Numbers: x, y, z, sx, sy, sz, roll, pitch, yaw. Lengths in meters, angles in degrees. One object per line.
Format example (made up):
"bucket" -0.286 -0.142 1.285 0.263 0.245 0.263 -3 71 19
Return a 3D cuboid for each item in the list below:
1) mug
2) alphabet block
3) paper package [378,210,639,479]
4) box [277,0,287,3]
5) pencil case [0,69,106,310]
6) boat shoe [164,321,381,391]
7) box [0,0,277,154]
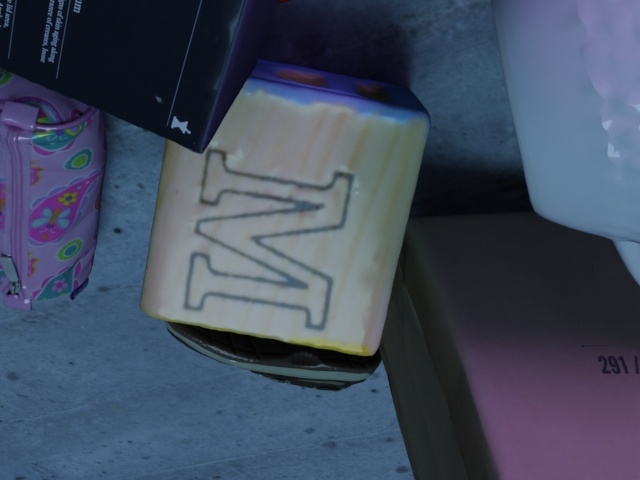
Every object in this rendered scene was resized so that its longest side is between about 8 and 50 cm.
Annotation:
"mug" 0.300 -0.089 0.652 0.328 0.276 0.374 -10 125 14
"alphabet block" -0.029 -0.040 0.808 0.194 0.192 0.197 11 104 -1
"paper package" 0.238 0.129 0.872 0.325 0.309 0.168 -3 144 -16
"box" 0.006 -0.279 0.679 0.293 0.057 0.201 -11 135 21
"pencil case" -0.274 -0.053 0.943 0.124 0.124 0.284 14 138 -7
"boat shoe" -0.062 0.127 1.137 0.258 0.095 0.095 17 145 -11
"box" -0.089 -0.193 0.422 0.184 0.103 0.261 25 129 0
